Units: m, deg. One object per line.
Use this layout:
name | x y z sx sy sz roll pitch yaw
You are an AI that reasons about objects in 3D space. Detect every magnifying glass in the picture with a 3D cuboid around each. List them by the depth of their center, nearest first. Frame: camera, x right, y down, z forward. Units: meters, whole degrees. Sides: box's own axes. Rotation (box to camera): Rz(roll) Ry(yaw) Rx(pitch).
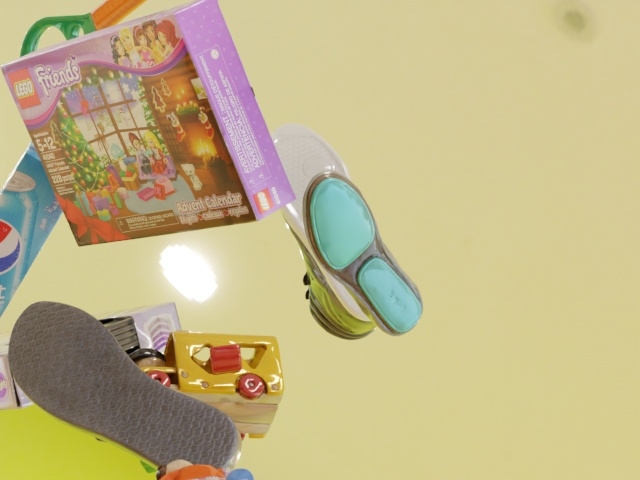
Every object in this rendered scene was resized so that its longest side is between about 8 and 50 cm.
magnifying glass | -0.256 -0.229 1.868 0.231 0.026 0.092 -31 -106 41

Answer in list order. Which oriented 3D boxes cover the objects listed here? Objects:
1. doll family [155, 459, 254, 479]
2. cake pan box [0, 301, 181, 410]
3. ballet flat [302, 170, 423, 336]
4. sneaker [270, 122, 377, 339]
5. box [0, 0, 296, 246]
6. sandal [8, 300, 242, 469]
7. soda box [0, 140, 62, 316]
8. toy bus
doll family | -0.177 0.255 1.397 0.163 0.263 0.118 -5 -87 65
cake pan box | -0.321 0.137 1.938 0.267 0.245 0.070 -9 -83 46
ballet flat | 0.029 0.011 1.668 0.068 0.072 0.213 35 -18 55
sneaker | 0.000 0.000 2.169 0.296 0.104 0.147 63 -20 21
box | -0.169 -0.105 1.614 0.293 0.057 0.201 -8 -72 48
sandal | -0.186 0.149 1.562 0.254 0.097 0.054 34 -15 19
soda box | -0.333 0.002 1.817 0.067 0.210 0.071 29 10 -11
toy bus | -0.138 0.146 1.797 0.191 0.104 0.202 -25 -42 18
